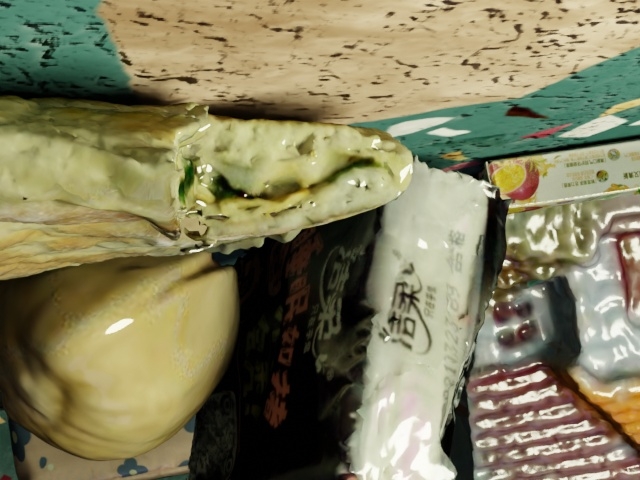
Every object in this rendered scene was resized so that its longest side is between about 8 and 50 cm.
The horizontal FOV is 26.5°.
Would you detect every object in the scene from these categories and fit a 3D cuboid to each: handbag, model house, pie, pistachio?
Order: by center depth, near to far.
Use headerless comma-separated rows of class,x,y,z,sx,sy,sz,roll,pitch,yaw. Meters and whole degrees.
pie,-0.125,-0.023,0.703,0.337,0.075,0.337,-6,176,0
pistachio,-0.141,0.064,0.959,0.181,0.162,0.293,-39,175,3
model house,0.245,0.115,1.147,0.360,0.339,0.297,-8,174,-6
handbag,-0.197,0.158,1.433,0.251,0.193,0.190,-12,177,7

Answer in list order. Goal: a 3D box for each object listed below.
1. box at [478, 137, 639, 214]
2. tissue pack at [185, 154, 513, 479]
box,0.220,-0.052,0.989,0.207,0.041,0.050,-8,172,-5
tissue pack,0.008,0.096,1.001,0.123,0.245,0.332,16,159,-20
